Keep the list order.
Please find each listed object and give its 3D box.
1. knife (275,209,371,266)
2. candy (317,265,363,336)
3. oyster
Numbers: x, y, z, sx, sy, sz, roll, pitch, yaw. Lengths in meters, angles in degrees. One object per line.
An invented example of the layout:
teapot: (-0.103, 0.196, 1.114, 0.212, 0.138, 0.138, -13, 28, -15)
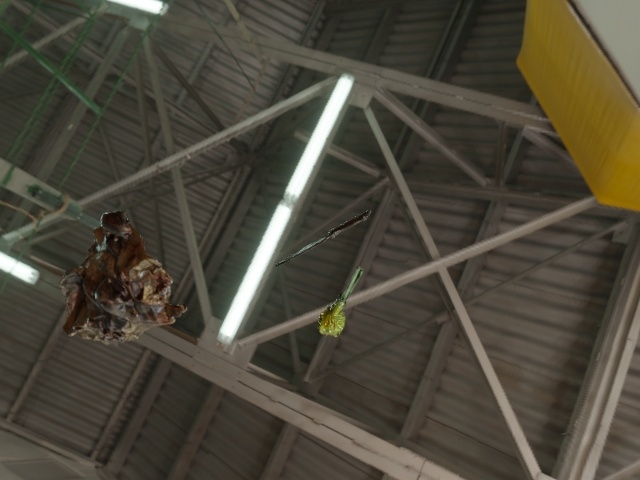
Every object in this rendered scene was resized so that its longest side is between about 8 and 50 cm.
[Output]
knife: (0.000, 0.000, 0.816, 0.170, 0.023, 0.010, -30, -78, 25)
candy: (0.056, 0.154, 1.478, 0.073, 0.262, 0.077, 24, -137, 1)
oyster: (-0.392, 0.086, 1.036, 0.361, 0.096, 0.222, -26, -93, 42)
